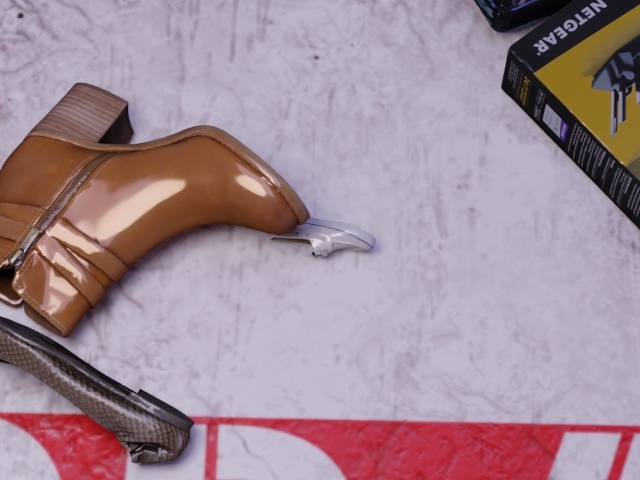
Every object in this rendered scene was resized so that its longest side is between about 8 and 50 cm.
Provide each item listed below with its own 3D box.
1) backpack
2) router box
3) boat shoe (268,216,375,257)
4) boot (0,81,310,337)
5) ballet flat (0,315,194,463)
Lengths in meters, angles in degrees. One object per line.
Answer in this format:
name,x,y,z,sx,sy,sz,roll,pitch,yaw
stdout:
backpack,0.188,-0.265,1.804,0.105,0.084,0.114,-23,72,-11
router box,0.366,-0.165,1.760,0.309,0.081,0.243,-37,70,-16
boat shoe,0.000,0.000,1.705,0.100,0.035,0.035,14,72,10
boot,-0.173,-0.009,1.662,0.283,0.109,0.220,25,66,15
ballet flat,-0.228,0.126,1.626,0.250,0.084,0.058,28,91,8
